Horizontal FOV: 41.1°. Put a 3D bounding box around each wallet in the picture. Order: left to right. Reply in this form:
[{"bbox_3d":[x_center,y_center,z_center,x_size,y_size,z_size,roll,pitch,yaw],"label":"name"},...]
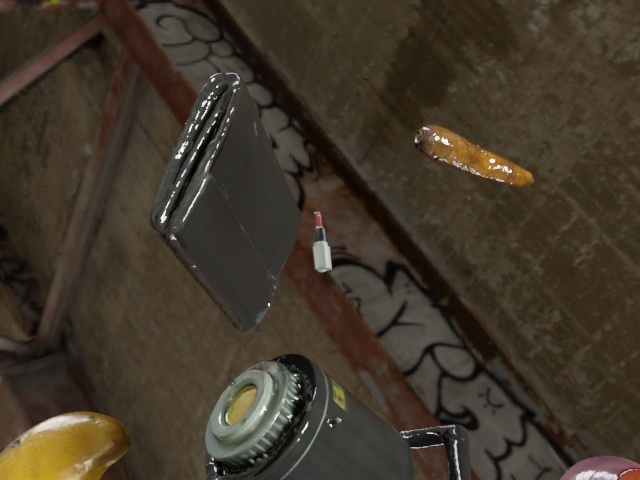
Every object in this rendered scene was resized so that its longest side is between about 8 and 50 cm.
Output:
[{"bbox_3d":[-0.114,-0.032,1.185,0.062,0.406,0.228,14,-109,16],"label":"wallet"}]

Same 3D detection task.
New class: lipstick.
[{"bbox_3d":[0.000,0.000,1.474,0.025,0.025,0.107,-11,-107,18],"label":"lipstick"}]

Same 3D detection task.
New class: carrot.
[{"bbox_3d":[0.163,-0.083,0.890,0.035,0.165,0.036,-33,-132,46],"label":"carrot"}]

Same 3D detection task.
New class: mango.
[{"bbox_3d":[-0.437,0.378,1.394,0.157,0.262,0.109,47,-29,24],"label":"mango"}]

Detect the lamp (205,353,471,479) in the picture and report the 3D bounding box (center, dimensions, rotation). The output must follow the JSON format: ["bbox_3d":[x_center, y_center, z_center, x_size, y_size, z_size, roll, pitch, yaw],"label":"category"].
[{"bbox_3d":[-0.011,0.282,1.139,0.374,0.205,0.272,-16,-53,16],"label":"lamp"}]

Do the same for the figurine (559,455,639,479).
[{"bbox_3d":[0.417,0.395,1.226,0.173,0.173,0.173,19,-64,45],"label":"figurine"}]
